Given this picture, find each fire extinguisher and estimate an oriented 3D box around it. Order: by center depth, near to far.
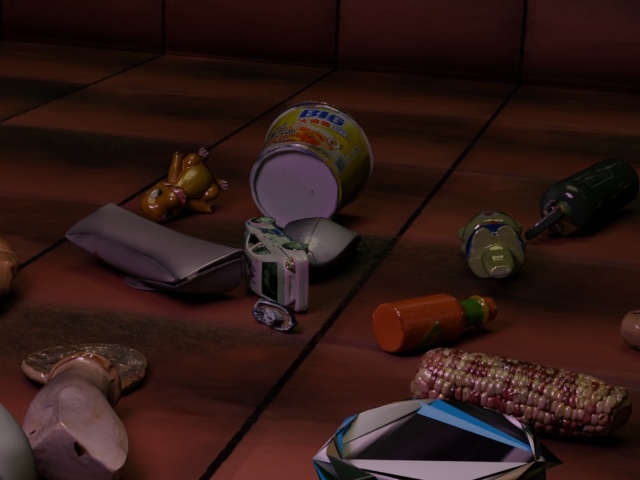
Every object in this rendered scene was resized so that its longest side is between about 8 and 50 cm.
[{"bbox_3d":[0.451,-0.066,2.439,0.114,0.095,0.311,-40,-9,32],"label":"fire extinguisher"}]

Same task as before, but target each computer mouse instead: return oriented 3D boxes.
[{"bbox_3d":[0.001,-0.005,2.187,0.113,0.068,0.229,13,14,8],"label":"computer mouse"}]

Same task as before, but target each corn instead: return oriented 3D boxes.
[{"bbox_3d":[0.229,0.180,1.621,0.253,0.086,0.086,10,19,16],"label":"corn"}]

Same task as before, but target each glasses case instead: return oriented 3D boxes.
[{"bbox_3d":[-0.244,0.027,2.062,0.128,0.083,0.308,-20,28,-39],"label":"glasses case"}]

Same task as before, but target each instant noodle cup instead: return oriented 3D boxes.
[{"bbox_3d":[0.096,0.251,1.213,0.240,0.178,0.240,1,17,0],"label":"instant noodle cup"},{"bbox_3d":[-0.020,-0.114,2.376,0.205,0.205,0.153,6,27,12],"label":"instant noodle cup"}]

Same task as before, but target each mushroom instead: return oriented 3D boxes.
[{"bbox_3d":[-0.264,0.192,1.504,0.108,0.096,0.247,-25,17,-2],"label":"mushroom"}]

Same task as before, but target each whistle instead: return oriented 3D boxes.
[{"bbox_3d":[0.267,0.010,2.170,0.105,0.085,0.227,-6,17,5],"label":"whistle"}]

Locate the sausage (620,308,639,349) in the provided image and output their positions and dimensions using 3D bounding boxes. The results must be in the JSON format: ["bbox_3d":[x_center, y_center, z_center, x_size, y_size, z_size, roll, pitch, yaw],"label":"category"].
[{"bbox_3d":[0.536,0.140,1.823,0.301,0.065,0.066,9,18,27],"label":"sausage"}]

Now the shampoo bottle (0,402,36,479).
[{"bbox_3d":[-0.350,0.238,1.247,0.222,0.151,0.349,-4,19,-24],"label":"shampoo bottle"}]

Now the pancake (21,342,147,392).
[{"bbox_3d":[-0.289,0.157,1.727,0.158,0.028,0.158,4,15,-1],"label":"pancake"}]

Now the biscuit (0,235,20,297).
[{"bbox_3d":[-0.645,0.037,1.936,0.446,0.104,0.429,2,17,2],"label":"biscuit"}]

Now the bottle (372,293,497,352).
[{"bbox_3d":[0.159,0.104,1.880,0.187,0.069,0.069,-9,20,-36],"label":"bottle"}]

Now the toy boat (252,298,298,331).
[{"bbox_3d":[-0.062,0.103,1.909,0.038,0.038,0.083,-14,24,-42],"label":"toy boat"}]

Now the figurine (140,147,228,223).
[{"bbox_3d":[-0.256,-0.080,2.419,0.122,0.121,0.176,-20,12,36],"label":"figurine"}]

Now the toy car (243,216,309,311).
[{"bbox_3d":[-0.075,0.033,2.045,0.076,0.090,0.224,-7,19,-21],"label":"toy car"}]
